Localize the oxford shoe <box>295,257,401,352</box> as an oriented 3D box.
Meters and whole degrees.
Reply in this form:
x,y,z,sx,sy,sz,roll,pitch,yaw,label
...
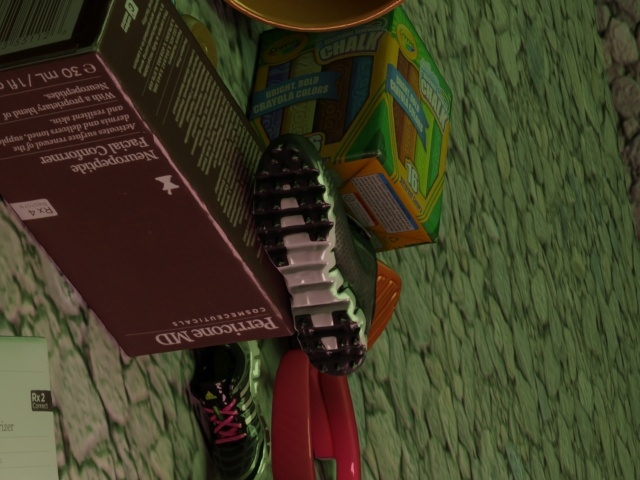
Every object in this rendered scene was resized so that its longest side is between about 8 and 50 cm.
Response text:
x,y,z,sx,sy,sz,roll,pitch,yaw,label
-0.004,0.042,2.112,0.130,0.132,0.364,-50,158,-14,oxford shoe

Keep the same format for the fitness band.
x,y,z,sx,sy,sz,roll,pitch,yaw,label
-0.005,0.246,2.059,0.209,0.054,0.291,-78,162,-45,fitness band

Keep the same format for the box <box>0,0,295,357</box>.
x,y,z,sx,sy,sz,roll,pitch,yaw,label
-0.171,-0.068,1.725,0.381,0.191,0.143,55,36,-40,box

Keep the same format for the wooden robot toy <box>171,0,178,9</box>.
x,y,z,sx,sy,sz,roll,pitch,yaw,label
-0.165,-0.254,1.934,0.173,0.079,0.076,-25,104,-64,wooden robot toy

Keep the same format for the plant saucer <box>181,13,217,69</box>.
x,y,z,sx,sy,sz,roll,pitch,yaw,label
-0.132,-0.204,2.061,0.083,0.015,0.083,33,52,-57,plant saucer

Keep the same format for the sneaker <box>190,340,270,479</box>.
x,y,z,sx,sy,sz,roll,pitch,yaw,label
-0.097,0.168,1.945,0.075,0.063,0.170,24,58,-56,sneaker

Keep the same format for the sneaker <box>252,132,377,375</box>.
x,y,z,sx,sy,sz,roll,pitch,yaw,label
0.000,0.000,1.751,0.106,0.078,0.234,-57,136,-57,sneaker

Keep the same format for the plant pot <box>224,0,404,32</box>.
x,y,z,sx,sy,sz,roll,pitch,yaw,label
-0.010,-0.407,2.124,0.203,0.290,0.291,-96,161,-51,plant pot

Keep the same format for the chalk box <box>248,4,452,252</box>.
x,y,z,sx,sy,sz,roll,pitch,yaw,label
0.038,-0.147,2.203,0.180,0.179,0.289,51,37,-46,chalk box

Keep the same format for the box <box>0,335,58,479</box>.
x,y,z,sx,sy,sz,roll,pitch,yaw,label
-0.311,0.133,1.360,0.181,0.181,0.119,9,74,-63,box
